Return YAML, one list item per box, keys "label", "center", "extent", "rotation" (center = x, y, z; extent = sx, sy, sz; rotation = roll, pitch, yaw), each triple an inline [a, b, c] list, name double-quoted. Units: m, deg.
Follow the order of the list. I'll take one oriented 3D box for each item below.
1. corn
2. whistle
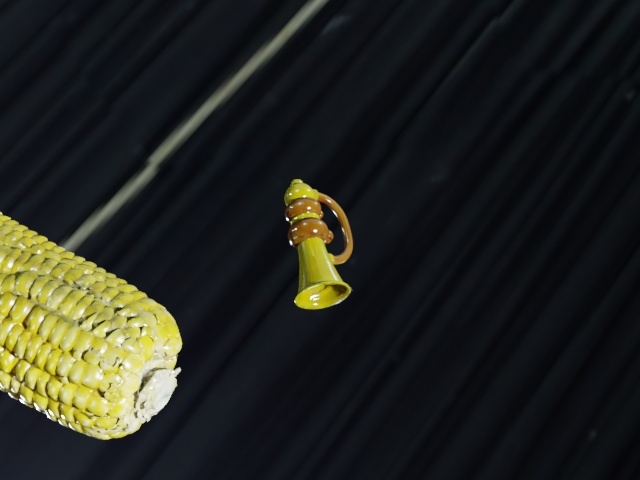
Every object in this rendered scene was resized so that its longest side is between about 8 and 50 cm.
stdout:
- label: "corn"
  center: [-0.151, 0.019, 0.705]
  extent: [0.203, 0.072, 0.072]
  rotation: [28, 151, 14]
- label: "whistle"
  center: [0.002, -0.001, 1.320]
  extent: [0.057, 0.109, 0.046]
  rotation: [-2, 151, -10]
